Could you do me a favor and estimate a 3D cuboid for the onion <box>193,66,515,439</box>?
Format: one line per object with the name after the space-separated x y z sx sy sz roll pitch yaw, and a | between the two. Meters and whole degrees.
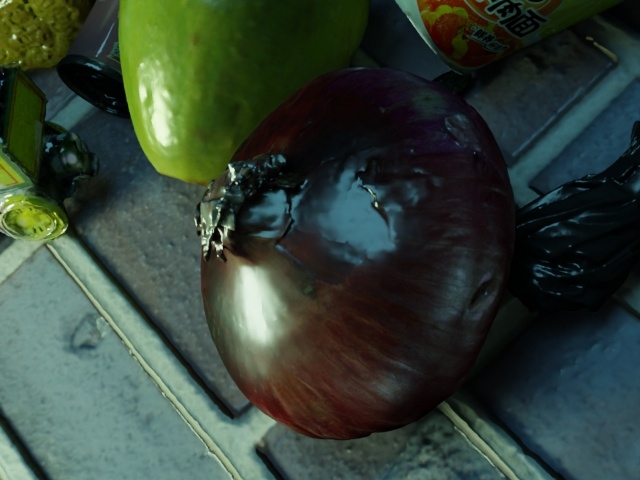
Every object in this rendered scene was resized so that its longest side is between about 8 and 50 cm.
0.000 0.000 1.498 0.348 0.285 0.347 -23 58 42 | onion

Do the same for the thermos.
-0.172 -0.298 1.928 0.110 0.136 0.330 23 71 8 | thermos

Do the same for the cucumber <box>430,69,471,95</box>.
0.097 -0.132 1.710 0.133 0.032 0.032 -36 50 2 | cucumber

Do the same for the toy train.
-0.378 -0.077 1.837 0.261 0.177 0.134 -14 54 19 | toy train

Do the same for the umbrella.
0.301 -0.059 1.519 0.340 0.118 0.118 -40 49 -8 | umbrella

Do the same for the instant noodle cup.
0.171 -0.293 1.646 0.200 0.264 0.264 -32 50 18 | instant noodle cup

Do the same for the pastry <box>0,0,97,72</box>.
-0.344 -0.282 1.952 0.189 0.188 0.103 -12 52 21 | pastry

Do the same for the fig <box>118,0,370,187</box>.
-0.083 -0.209 1.723 0.258 0.258 0.326 9 79 32 | fig
